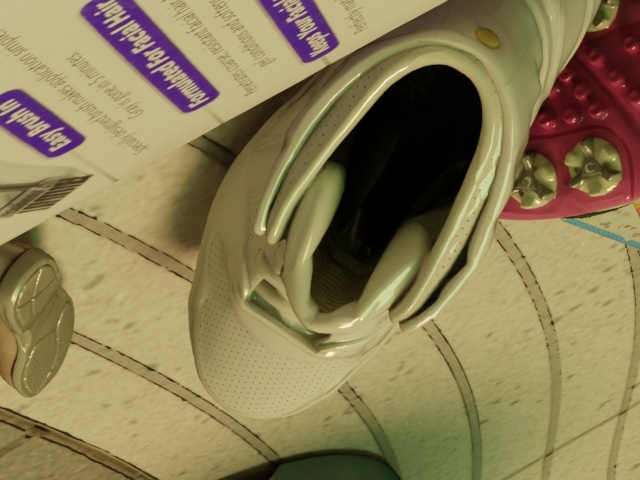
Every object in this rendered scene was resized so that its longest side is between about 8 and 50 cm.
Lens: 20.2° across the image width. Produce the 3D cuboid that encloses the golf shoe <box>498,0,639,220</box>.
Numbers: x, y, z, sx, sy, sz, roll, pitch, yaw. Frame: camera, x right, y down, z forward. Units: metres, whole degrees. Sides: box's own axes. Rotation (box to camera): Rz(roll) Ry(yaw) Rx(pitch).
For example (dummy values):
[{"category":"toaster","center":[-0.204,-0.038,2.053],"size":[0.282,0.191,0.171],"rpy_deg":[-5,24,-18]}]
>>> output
[{"category":"golf shoe","center":[0.188,-0.102,0.798],"size":[0.306,0.115,0.140],"rpy_deg":[-33,169,28]}]

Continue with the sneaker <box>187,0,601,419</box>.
[{"category":"sneaker","center":[0.000,0.000,0.735],"size":[0.292,0.108,0.169],"rpy_deg":[-58,179,35]}]

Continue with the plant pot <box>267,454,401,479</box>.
[{"category":"plant pot","center":[0.003,0.345,1.188],"size":[0.341,0.334,0.341],"rpy_deg":[-21,154,-11]}]

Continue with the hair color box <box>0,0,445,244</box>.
[{"category":"hair color box","center":[-0.020,-0.125,0.537],"size":[0.339,0.110,0.185],"rpy_deg":[-30,167,4]}]

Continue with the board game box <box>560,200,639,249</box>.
[{"category":"board game box","center":[0.206,-0.037,1.019],"size":[0.103,0.026,0.154],"rpy_deg":[-38,151,23]}]

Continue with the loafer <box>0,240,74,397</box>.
[{"category":"loafer","center":[-0.142,0.031,0.832],"size":[0.045,0.039,0.125],"rpy_deg":[-52,167,-25]}]

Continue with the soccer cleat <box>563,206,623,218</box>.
[{"category":"soccer cleat","center":[0.171,-0.073,0.877],"size":[0.179,0.060,0.072],"rpy_deg":[-32,153,-22]}]
